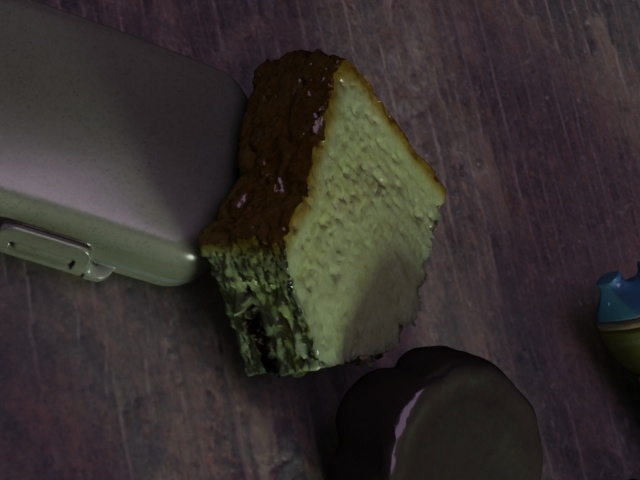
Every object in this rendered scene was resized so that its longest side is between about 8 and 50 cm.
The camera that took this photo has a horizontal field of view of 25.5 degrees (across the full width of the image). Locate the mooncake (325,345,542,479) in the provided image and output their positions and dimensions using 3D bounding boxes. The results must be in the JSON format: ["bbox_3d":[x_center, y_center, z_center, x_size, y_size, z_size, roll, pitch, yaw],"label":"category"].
[{"bbox_3d":[0.121,0.234,1.480,0.245,0.133,0.245,-7,102,-36],"label":"mooncake"}]

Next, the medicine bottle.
[{"bbox_3d":[-0.262,-0.110,1.485,0.375,0.123,0.282,19,64,-19],"label":"medicine bottle"}]

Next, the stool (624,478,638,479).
[{"bbox_3d":[0.422,0.328,1.624,0.228,0.153,0.139,24,46,-62],"label":"stool"}]

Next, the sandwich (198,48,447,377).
[{"bbox_3d":[0.000,0.000,1.502,0.262,0.131,0.325,48,47,-42],"label":"sandwich"}]

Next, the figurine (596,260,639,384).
[{"bbox_3d":[0.436,0.123,1.700,0.262,0.154,0.180,57,32,-10],"label":"figurine"}]
